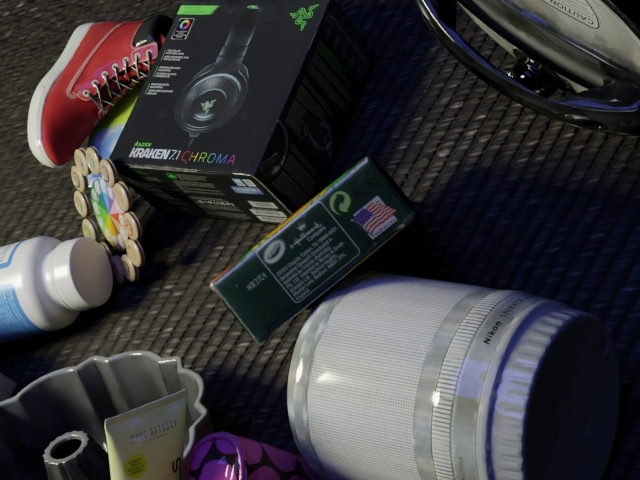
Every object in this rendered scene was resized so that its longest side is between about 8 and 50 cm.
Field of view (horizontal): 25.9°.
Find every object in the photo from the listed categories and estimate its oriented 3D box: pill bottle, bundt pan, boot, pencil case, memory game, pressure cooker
[{"bbox_3d":[-0.385,0.064,1.808,0.221,0.124,0.124,-13,54,26],"label":"pill bottle"},{"bbox_3d":[-0.255,0.272,1.532,0.330,0.124,0.331,-17,29,9],"label":"bundt pan"},{"bbox_3d":[-0.287,-0.208,1.894,0.176,0.088,0.244,-1,55,32],"label":"boot"},{"bbox_3d":[-0.044,0.257,1.393,0.095,0.209,0.098,3,74,42],"label":"pencil case"},{"bbox_3d":[-0.273,-0.031,1.779,0.012,0.186,0.186,-21,38,-30],"label":"memory game"},{"bbox_3d":[0.310,-0.319,1.443,0.420,0.375,0.370,-50,27,-5],"label":"pressure cooker"}]

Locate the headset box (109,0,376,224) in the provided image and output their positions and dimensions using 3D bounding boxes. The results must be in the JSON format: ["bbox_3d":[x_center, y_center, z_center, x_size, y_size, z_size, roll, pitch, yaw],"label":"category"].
[{"bbox_3d":[-0.094,-0.175,1.768,0.246,0.131,0.283,7,65,36],"label":"headset box"}]

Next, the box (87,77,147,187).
[{"bbox_3d":[-0.269,-0.145,1.924,0.109,0.042,0.178,-17,52,24],"label":"box"}]

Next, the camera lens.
[{"bbox_3d":[0.122,0.150,1.347,0.274,0.219,0.219,8,65,37],"label":"camera lens"}]

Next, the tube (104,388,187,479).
[{"bbox_3d":[-0.167,0.261,1.345,0.062,0.240,0.070,5,24,6],"label":"tube"}]

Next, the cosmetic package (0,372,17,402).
[{"bbox_3d":[-0.523,0.190,1.774,0.151,0.183,0.151,14,69,40],"label":"cosmetic package"}]

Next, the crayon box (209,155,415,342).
[{"bbox_3d":[0.000,0.000,1.490,0.202,0.318,0.081,-39,90,4],"label":"crayon box"}]
